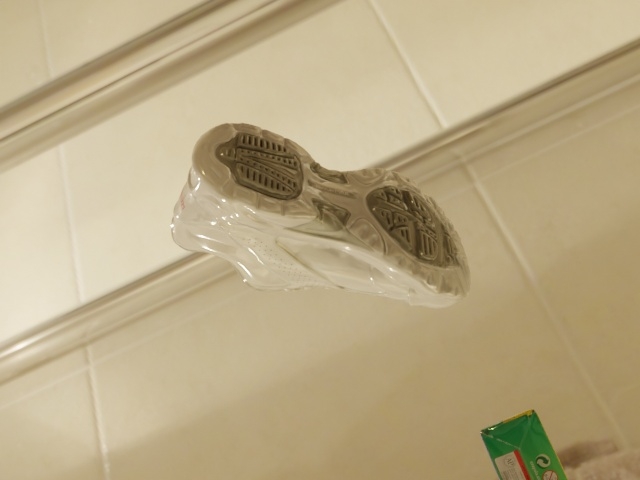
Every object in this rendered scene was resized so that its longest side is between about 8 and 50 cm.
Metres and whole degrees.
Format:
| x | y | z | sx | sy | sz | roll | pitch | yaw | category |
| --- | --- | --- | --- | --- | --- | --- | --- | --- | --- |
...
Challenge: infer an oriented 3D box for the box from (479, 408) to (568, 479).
| x | y | z | sx | sy | sz | roll | pitch | yaw | category |
| --- | --- | --- | --- | --- | --- | --- | --- | --- | --- |
| 0.153 | 0.182 | 0.540 | 0.179 | 0.043 | 0.105 | 49 | -162 | -64 | box |

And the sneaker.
| x | y | z | sx | sy | sz | roll | pitch | yaw | category |
| --- | --- | --- | --- | --- | --- | --- | --- | --- | --- |
| 0.000 | 0.000 | 0.570 | 0.232 | 0.115 | 0.090 | 23 | -132 | -19 | sneaker |
